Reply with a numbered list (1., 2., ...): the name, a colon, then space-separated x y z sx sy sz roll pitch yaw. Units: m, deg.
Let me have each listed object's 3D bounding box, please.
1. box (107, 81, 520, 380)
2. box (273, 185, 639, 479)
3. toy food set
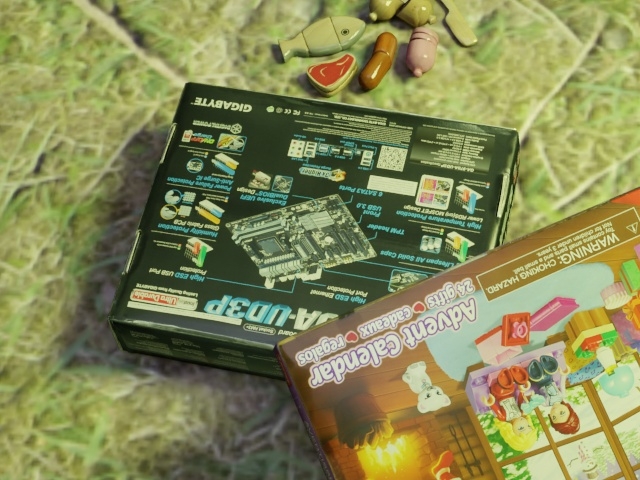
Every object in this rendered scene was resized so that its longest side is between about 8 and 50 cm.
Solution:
1. box: 0.000 0.000 0.896 0.220 0.051 0.175 9 63 11
2. box: 0.147 0.091 0.790 0.293 0.057 0.201 -23 84 -6
3. toy food set: 0.039 -0.133 0.980 0.122 0.019 0.078 -25 62 -7
